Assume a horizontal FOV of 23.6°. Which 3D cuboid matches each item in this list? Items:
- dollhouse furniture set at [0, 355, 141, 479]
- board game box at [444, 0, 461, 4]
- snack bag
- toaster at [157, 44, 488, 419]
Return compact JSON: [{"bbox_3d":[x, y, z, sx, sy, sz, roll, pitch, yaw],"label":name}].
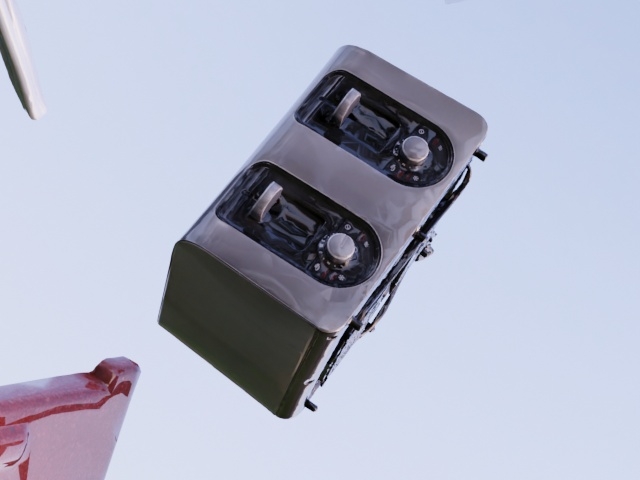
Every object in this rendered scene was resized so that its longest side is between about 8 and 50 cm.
[{"bbox_3d":[-0.234,0.082,0.379,0.201,0.374,0.152,20,-81,22],"label":"dollhouse furniture set"},{"bbox_3d":[0.180,-0.231,1.195,0.243,0.165,0.042,-63,142,-85],"label":"board game box"},{"bbox_3d":[-0.285,-0.292,1.165,0.323,0.037,0.342,80,-10,-45],"label":"snack bag"},{"bbox_3d":[0.000,0.000,0.890,0.110,0.168,0.186,36,-26,6],"label":"toaster"}]
